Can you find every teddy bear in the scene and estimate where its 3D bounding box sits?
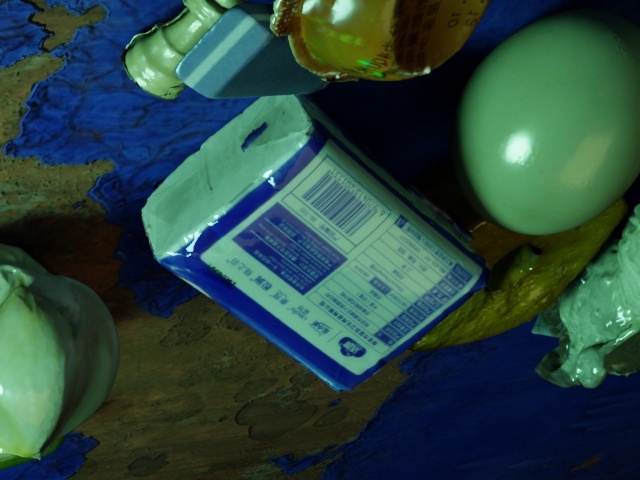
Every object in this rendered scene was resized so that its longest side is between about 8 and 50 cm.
[{"bbox_3d":[0.458,0.057,2.015,0.375,0.327,0.362,1,151,0],"label":"teddy bear"}]

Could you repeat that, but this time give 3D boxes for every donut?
[{"bbox_3d":[0.190,-0.002,1.893,0.302,0.110,0.303,-22,152,-12],"label":"donut"}]

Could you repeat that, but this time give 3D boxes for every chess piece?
[{"bbox_3d":[-0.089,-0.188,1.371,0.060,0.060,0.172,7,138,-47],"label":"chess piece"}]

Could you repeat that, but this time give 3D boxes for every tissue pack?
[{"bbox_3d":[-0.002,-0.003,1.614,0.209,0.137,0.269,-40,125,20],"label":"tissue pack"}]

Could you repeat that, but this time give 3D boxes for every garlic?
[{"bbox_3d":[-0.324,0.091,1.559,0.281,0.185,0.203,0,118,-8],"label":"garlic"}]

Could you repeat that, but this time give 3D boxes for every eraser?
[{"bbox_3d":[-0.034,-0.156,1.424,0.082,0.036,0.225,-44,167,23],"label":"eraser"}]

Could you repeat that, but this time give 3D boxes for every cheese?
[{"bbox_3d":[0.089,-0.224,1.369,0.329,0.129,0.217,-21,145,-39],"label":"cheese"}]

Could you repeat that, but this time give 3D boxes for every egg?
[{"bbox_3d":[0.225,-0.114,1.631,0.186,0.186,0.242,-1,134,-40],"label":"egg"}]

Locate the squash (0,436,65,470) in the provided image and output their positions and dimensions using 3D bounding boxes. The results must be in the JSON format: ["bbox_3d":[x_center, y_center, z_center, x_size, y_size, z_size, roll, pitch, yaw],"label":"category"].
[{"bbox_3d":[-0.398,0.230,1.850,0.252,0.066,0.066,-14,152,-23],"label":"squash"}]
